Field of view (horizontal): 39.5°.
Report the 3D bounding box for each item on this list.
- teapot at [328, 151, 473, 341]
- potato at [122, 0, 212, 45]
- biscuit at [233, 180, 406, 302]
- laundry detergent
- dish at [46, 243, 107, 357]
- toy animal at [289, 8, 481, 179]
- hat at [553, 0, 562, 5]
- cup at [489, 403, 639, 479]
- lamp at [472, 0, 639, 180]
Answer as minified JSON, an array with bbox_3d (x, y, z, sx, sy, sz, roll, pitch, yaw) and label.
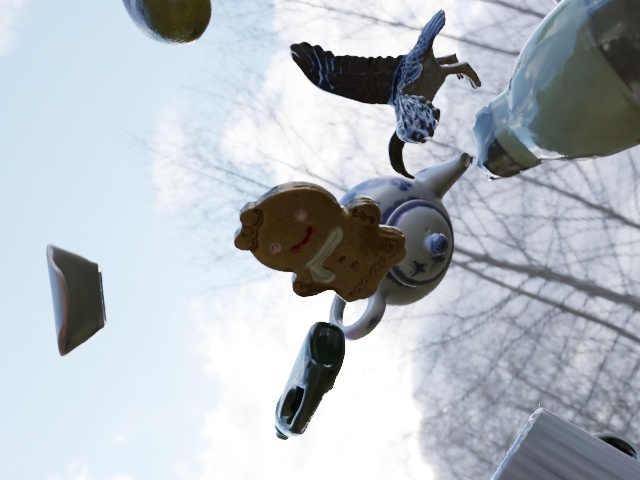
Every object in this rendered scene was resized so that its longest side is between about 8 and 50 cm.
[{"bbox_3d":[0.147,0.004,1.676,0.252,0.280,0.424,40,-106,-24],"label":"teapot"},{"bbox_3d":[-0.282,-0.459,1.622,0.144,0.248,0.169,-6,-34,-41],"label":"potato"},{"bbox_3d":[0.000,0.002,1.259,0.249,0.035,0.184,29,-66,-26],"label":"biscuit"},{"bbox_3d":[-0.026,0.232,1.342,0.137,0.063,0.210,-87,18,-57],"label":"laundry detergent"},{"bbox_3d":[-0.334,0.081,1.235,0.234,0.064,0.153,159,104,-78],"label":"dish"},{"bbox_3d":[0.115,-0.164,1.066,0.160,0.272,0.197,-36,-54,-5],"label":"toy animal"},{"bbox_3d":[0.451,-0.387,1.101,0.332,0.274,0.242,-37,-71,-40],"label":"hat"},{"bbox_3d":[0.337,0.329,1.163,0.166,0.202,0.221,-60,-19,5],"label":"cup"},{"bbox_3d":[0.186,-0.112,0.506,0.250,0.101,0.101,-34,-5,38],"label":"lamp"}]
